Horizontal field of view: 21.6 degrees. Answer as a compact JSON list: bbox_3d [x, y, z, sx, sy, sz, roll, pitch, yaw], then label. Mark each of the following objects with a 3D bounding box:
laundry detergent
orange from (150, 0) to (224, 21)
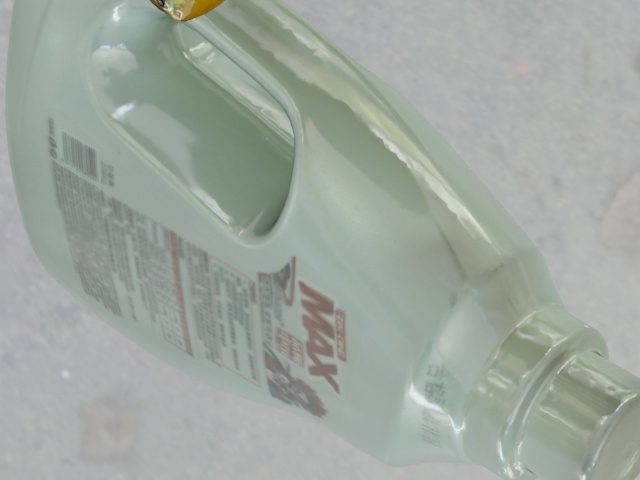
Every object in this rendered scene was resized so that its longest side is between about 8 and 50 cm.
[{"bbox_3d":[0.000,0.000,0.879,0.124,0.397,0.264,-32,137,-34],"label":"laundry detergent"},{"bbox_3d":[-0.065,-0.178,0.725,0.112,0.170,0.160,-20,111,16],"label":"orange"}]
